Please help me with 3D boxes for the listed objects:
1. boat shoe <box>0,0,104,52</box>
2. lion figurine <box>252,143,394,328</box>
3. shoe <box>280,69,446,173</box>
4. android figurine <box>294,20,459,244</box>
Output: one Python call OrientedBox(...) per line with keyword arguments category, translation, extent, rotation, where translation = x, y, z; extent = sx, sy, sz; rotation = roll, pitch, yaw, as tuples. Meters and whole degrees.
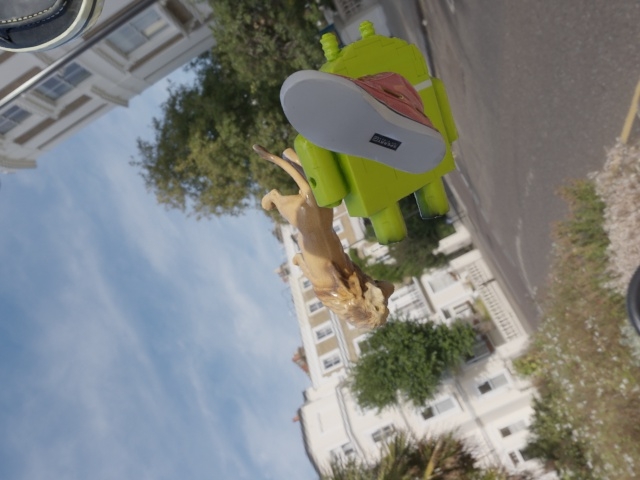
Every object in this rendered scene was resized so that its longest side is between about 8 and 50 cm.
OrientedBox(category="boat shoe", translation=(-0.548, -0.398, 0.767), extent=(0.156, 0.500, 0.187), rotation=(-28, -48, -71))
OrientedBox(category="lion figurine", translation=(0.000, 0.000, 1.006), extent=(0.392, 0.142, 0.240), rotation=(57, 173, -35))
OrientedBox(category="shoe", translation=(0.037, -0.124, 0.481), extent=(0.178, 0.063, 0.081), rotation=(15, -136, -31))
OrientedBox(category="android figurine", translation=(0.080, -0.140, 0.669), extent=(0.056, 0.248, 0.273), rotation=(4, 121, 60))
